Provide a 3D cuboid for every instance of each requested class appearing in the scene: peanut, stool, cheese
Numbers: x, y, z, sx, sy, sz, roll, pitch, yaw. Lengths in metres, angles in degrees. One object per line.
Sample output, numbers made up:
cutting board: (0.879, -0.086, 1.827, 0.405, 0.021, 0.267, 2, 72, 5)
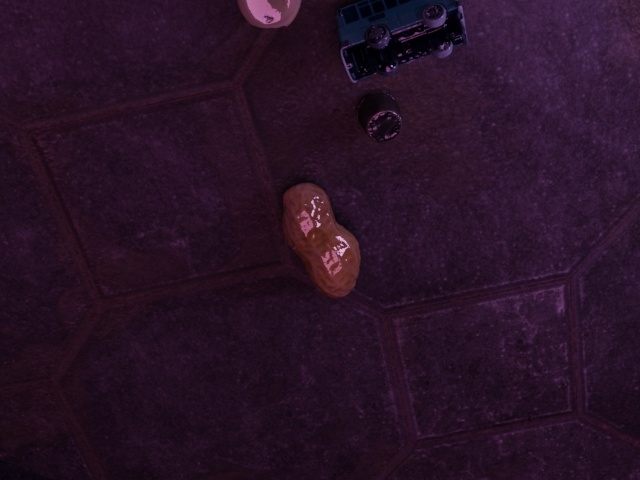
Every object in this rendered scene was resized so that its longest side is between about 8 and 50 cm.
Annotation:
peanut: (0.000, 0.000, 1.957, 0.149, 0.149, 0.313, -26, 115, 12)
stool: (0.134, -0.270, 1.810, 0.096, 0.110, 0.096, -4, 121, -6)
cheese: (-0.108, -0.546, 1.656, 0.137, 0.064, 0.227, -4, 120, -3)

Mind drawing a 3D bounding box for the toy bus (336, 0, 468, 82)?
toy bus: (0.160, -0.440, 1.685, 0.256, 0.147, 0.128, -17, 149, 8)
